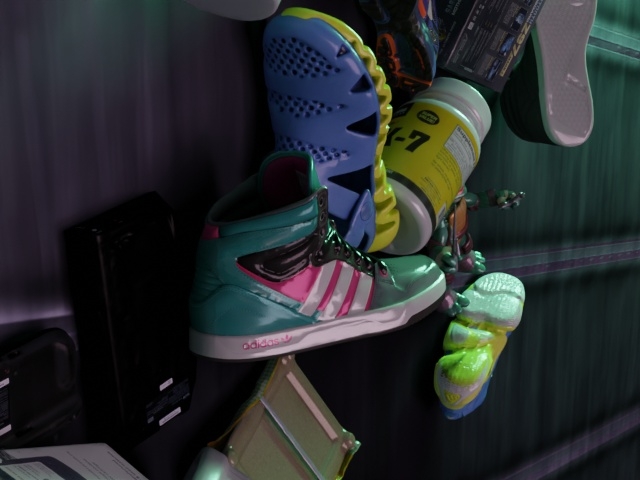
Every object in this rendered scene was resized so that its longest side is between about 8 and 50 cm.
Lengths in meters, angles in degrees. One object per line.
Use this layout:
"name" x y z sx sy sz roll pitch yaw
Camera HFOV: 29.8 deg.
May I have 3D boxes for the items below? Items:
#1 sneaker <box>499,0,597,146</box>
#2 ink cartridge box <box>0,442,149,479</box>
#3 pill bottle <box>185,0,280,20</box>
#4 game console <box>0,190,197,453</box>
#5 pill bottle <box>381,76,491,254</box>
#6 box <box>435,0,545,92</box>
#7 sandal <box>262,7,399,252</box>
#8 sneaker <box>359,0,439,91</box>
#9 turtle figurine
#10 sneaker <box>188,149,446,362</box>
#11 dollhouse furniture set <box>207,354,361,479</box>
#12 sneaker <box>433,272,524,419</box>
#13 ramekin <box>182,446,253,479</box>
"sneaker" 0.308 -0.271 1.687 0.104 0.147 0.296 0 87 -20
"ink cartridge box" -0.245 0.253 0.913 0.172 0.100 0.237 -61 153 8
"pill bottle" -0.043 -0.350 1.036 0.169 0.169 0.302 42 64 -55
"game console" -0.223 0.105 1.011 0.361 0.044 0.213 -31 123 -52
"pill bottle" 0.117 -0.092 1.426 0.208 0.119 0.119 -55 142 -35
"box" 0.225 -0.316 1.532 0.183 0.059 0.233 7 111 -58
"sandal" 0.000 -0.087 1.242 0.138 0.126 0.317 -46 135 -37
"sneaker" 0.091 -0.281 1.380 0.087 0.083 0.221 -68 155 -43
"turtle figurine" 0.180 -0.016 1.558 0.175 0.118 0.234 -41 150 -26
"sneaker" 0.000 0.000 1.164 0.295 0.123 0.179 -12 107 -37
"dollhouse furniture set" -0.048 0.300 1.336 0.302 0.151 0.197 56 35 -19
"sneaker" 0.220 0.157 1.730 0.240 0.091 0.126 -53 159 -37
"ramekin" -0.108 0.329 1.058 0.273 0.127 0.273 -63 -178 4
